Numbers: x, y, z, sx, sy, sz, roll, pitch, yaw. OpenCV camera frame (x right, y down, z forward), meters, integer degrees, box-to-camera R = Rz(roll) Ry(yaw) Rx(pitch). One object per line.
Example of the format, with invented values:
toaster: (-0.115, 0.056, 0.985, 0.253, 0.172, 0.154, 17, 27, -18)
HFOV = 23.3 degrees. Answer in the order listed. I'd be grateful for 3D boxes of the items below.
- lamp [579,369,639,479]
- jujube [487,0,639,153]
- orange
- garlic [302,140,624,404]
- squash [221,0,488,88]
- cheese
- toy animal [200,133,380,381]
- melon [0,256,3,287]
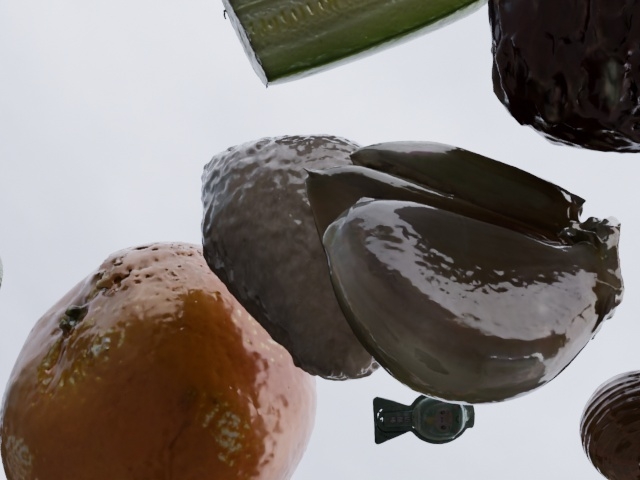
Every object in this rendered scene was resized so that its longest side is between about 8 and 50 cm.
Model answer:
lamp: (0.353, 0.208, 1.703, 0.136, 0.136, 0.136, 38, -32, 28)
jujube: (0.281, -0.267, 1.461, 0.258, 0.258, 0.377, 24, -72, 44)
orange: (-0.210, 0.197, 1.928, 0.424, 0.424, 0.326, 14, -30, 51)
garlic: (0.132, 0.033, 1.445, 0.325, 0.279, 0.132, 8, -50, -3)
squash: (0.035, -0.293, 1.877, 0.111, 0.288, 0.203, 76, -11, -67)
cheese: (0.122, 0.210, 1.835, 0.026, 0.120, 0.067, -102, -171, -81)
toy animal: (-0.004, -0.005, 1.713, 0.358, 0.226, 0.188, 46, -4, 33)
melon: (-0.454, 0.029, 1.867, 0.160, 0.128, 0.079, 28, -27, 24)
